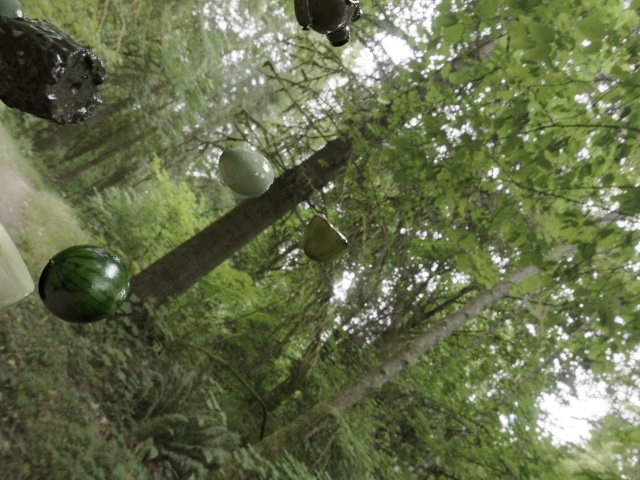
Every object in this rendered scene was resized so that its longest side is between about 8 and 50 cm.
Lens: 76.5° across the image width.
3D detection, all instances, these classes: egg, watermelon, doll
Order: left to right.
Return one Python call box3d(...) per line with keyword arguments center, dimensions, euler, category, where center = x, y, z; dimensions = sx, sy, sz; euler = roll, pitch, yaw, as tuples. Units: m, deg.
box3d(center=(-0.714, 0.132, 1.235), dimensions=(0.242, 0.242, 0.242), euler=(43, -23, 23), category="watermelon")
box3d(center=(-0.301, -0.277, 1.601), dimensions=(0.217, 0.183, 0.183), euler=(41, -14, -29), category="egg")
box3d(center=(-0.005, -0.489, 0.754), dimensions=(0.117, 0.182, 0.257), euler=(23, -2, 38), category="doll")

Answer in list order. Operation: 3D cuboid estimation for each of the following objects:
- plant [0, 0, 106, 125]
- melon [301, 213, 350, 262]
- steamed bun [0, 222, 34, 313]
box3d(center=(-0.492, -0.301, 0.644), dimensions=(0.274, 0.149, 0.146), euler=(31, 13, 6), category="plant")
box3d(center=(0.000, 0.000, 1.201), dimensions=(0.160, 0.128, 0.079), euler=(41, 2, 19), category="melon")
box3d(center=(-1.204, 0.120, 1.283), dimensions=(0.290, 0.455, 0.371), euler=(35, -40, 58), category="steamed bun")
